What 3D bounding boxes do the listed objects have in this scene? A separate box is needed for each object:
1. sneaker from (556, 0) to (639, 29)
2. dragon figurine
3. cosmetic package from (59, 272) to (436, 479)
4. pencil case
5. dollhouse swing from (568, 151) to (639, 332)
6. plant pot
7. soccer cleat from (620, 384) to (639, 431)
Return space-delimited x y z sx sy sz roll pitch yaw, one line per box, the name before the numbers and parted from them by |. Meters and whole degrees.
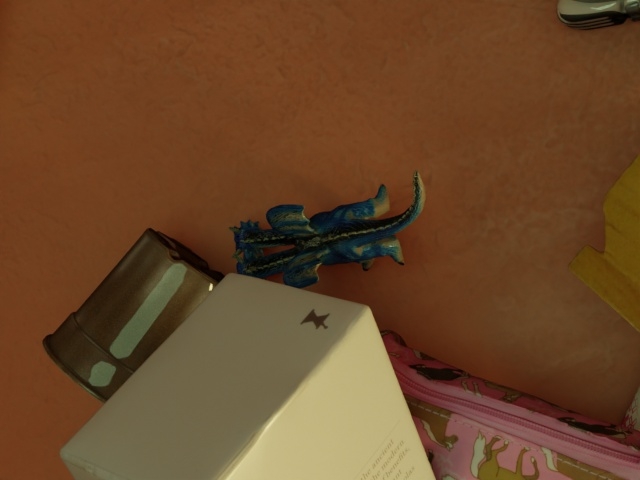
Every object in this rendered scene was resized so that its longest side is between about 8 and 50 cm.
sneaker | 0.339 -0.287 1.161 0.228 0.086 0.132 -5 87 17
dragon figurine | 0.000 0.000 1.200 0.144 0.289 0.085 -12 89 -22
cosmetic package | -0.015 0.278 1.059 0.161 0.230 0.453 13 137 39
pencil case | 0.185 0.207 1.118 0.386 0.160 0.167 15 102 35
dollhouse swing | 0.475 0.016 0.991 0.347 0.305 0.315 -52 36 9
plant pot | -0.181 0.087 1.279 0.167 0.167 0.165 35 92 13
soccer cleat | 0.350 0.154 1.130 0.116 0.143 0.331 15 95 15
